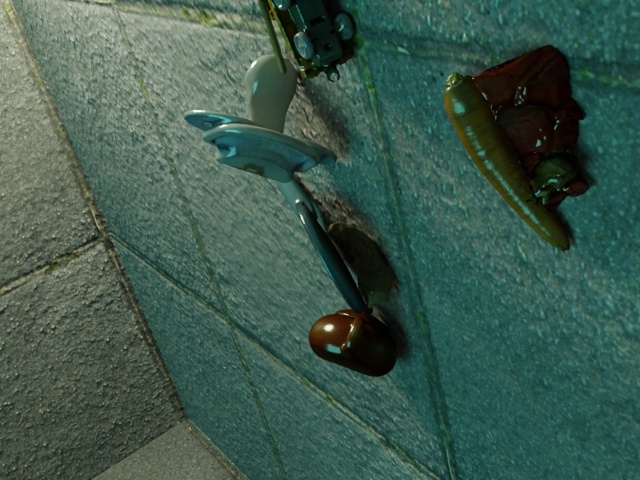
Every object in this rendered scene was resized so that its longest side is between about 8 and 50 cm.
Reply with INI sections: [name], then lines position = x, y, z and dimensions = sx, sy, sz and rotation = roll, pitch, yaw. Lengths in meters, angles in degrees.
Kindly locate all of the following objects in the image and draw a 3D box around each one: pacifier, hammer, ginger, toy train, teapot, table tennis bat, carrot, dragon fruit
[pacifier]
position = -0.086, -0.217, 1.400
dimensions = 0.227, 0.278, 0.207
rotation = 0, 75, 64
[hammer]
position = -0.080, -0.337, 1.284
dimensions = 0.199, 0.013, 0.062
rotation = 72, 173, -61
[ginger]
position = 0.079, 0.038, 1.477
dimensions = 0.174, 0.069, 0.051
rotation = 60, 174, 7
[toy train]
position = -0.026, -0.345, 1.241
dimensions = 0.219, 0.089, 0.127
rotation = 65, 166, -13
[teapot]
position = 0.068, 0.184, 1.569
dimensions = 0.178, 0.135, 0.252
rotation = 15, 170, 5
[table tennis bat]
position = 0.000, 0.000, 1.534
dimensions = 0.329, 0.044, 0.215
rotation = 61, -175, 33
[carrot]
position = 0.236, -0.098, 1.049
dimensions = 0.066, 0.062, 0.271
rotation = -26, 100, 28
[dragon fruit]
position = 0.241, -0.120, 0.965
dimensions = 0.122, 0.092, 0.192
rotation = 4, 121, 61
